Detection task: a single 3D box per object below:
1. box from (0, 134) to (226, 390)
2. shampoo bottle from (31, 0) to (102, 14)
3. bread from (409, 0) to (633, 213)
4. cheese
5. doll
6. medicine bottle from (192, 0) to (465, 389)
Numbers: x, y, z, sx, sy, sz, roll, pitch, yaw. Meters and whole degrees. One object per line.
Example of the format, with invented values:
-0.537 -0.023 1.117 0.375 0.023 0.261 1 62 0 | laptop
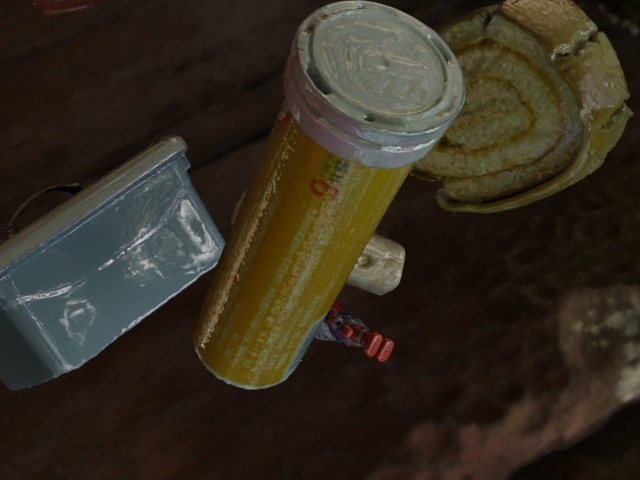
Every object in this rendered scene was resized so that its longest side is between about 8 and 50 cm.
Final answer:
-0.196 0.017 1.001 0.227 0.130 0.162 -39 -170 -32 | box
-0.279 -0.355 1.241 0.085 0.244 0.085 -14 179 0 | shampoo bottle
0.108 -0.078 0.739 0.064 0.117 0.156 -26 -178 -43 | bread
0.000 0.000 1.284 0.065 0.194 0.043 -70 -161 -4 | cheese
0.000 0.089 1.437 0.195 0.104 0.062 25 -76 37 | doll
-0.007 -0.008 0.574 0.074 0.074 0.218 -58 177 -41 | medicine bottle
